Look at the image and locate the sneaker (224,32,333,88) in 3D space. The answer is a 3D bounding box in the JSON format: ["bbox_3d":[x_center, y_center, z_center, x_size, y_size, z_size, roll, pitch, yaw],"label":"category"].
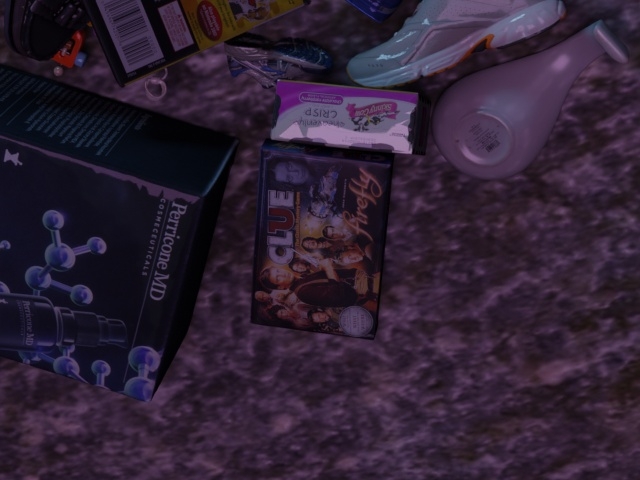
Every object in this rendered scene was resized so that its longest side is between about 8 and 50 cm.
[{"bbox_3d":[-0.050,-0.212,1.884,0.135,0.052,0.058,11,125,13],"label":"sneaker"}]

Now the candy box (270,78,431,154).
[{"bbox_3d":[0.040,-0.140,1.791,0.159,0.233,0.071,6,94,7],"label":"candy box"}]

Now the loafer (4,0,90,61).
[{"bbox_3d":[-0.266,-0.336,1.793,0.095,0.109,0.302,35,102,33],"label":"loafer"}]

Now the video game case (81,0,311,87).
[{"bbox_3d":[-0.167,-0.343,1.769,0.248,0.035,0.274,-25,121,-7],"label":"video game case"}]

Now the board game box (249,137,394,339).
[{"bbox_3d":[0.000,0.000,1.965,0.165,0.042,0.243,7,114,7],"label":"board game box"}]

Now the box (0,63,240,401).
[{"bbox_3d":[-0.338,-0.022,1.921,0.396,0.212,0.293,17,114,1],"label":"box"}]

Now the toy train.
[{"bbox_3d":[-0.251,-0.242,1.904,0.166,0.046,0.125,22,116,3],"label":"toy train"}]

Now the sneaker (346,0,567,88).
[{"bbox_3d":[0.144,-0.263,1.810,0.262,0.099,0.121,-21,99,11],"label":"sneaker"}]

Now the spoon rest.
[{"bbox_3d":[0.249,-0.169,1.842,0.276,0.084,0.137,-36,102,35],"label":"spoon rest"}]

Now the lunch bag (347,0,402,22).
[{"bbox_3d":[0.051,-0.301,1.811,0.098,0.067,0.065,35,115,3],"label":"lunch bag"}]
